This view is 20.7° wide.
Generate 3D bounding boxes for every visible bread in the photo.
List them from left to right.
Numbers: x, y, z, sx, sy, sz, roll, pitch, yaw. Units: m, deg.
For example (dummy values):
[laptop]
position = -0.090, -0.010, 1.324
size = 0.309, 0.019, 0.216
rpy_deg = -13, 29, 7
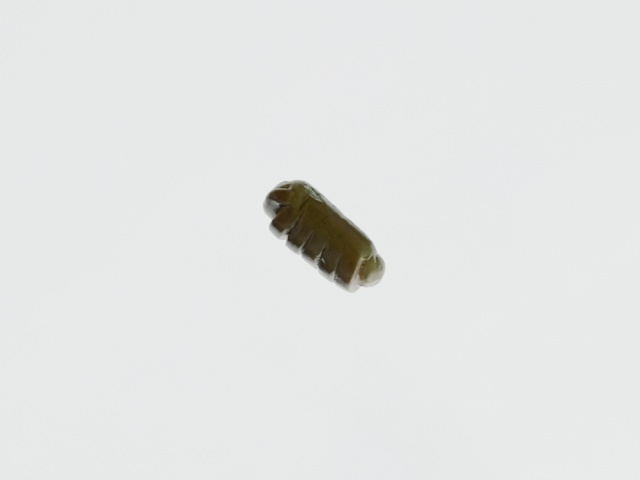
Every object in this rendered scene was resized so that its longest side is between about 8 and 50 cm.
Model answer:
[bread]
position = 0.000, 0.000, 1.064
size = 0.088, 0.049, 0.033
rpy_deg = 43, -118, 9
